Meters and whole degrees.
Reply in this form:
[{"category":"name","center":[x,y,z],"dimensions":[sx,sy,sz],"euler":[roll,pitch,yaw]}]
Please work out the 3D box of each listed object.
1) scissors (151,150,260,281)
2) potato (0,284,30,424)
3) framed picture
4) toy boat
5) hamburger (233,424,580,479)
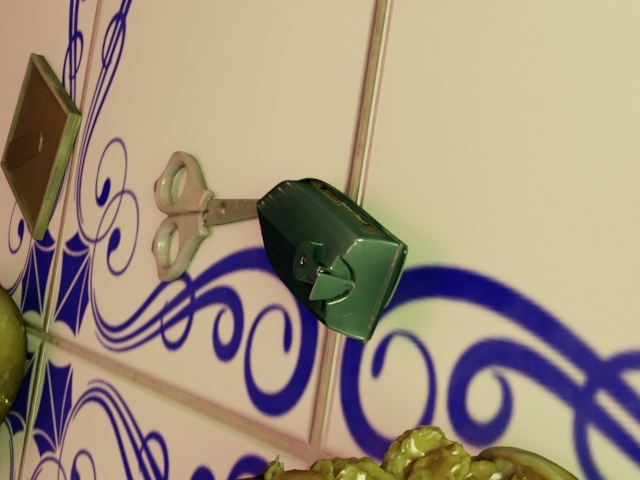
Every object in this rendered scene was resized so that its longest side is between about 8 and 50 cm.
[{"category":"scissors","center":[-0.074,-0.020,0.636],"dimensions":[0.189,0.015,0.100],"euler":[-2,81,54]},{"category":"potato","center":[-0.441,0.133,0.964],"dimensions":[0.359,0.219,0.270],"euler":[-36,62,37]},{"category":"framed picture","center":[-0.317,-0.110,1.019],"dimensions":[0.203,0.015,0.150],"euler":[45,119,51]},{"category":"toy boat","center":[0.000,0.000,0.481],"dimensions":[0.141,0.060,0.055],"euler":[43,117,60]},{"category":"hamburger","center":[0.036,0.150,0.330],"dimensions":[0.185,0.131,0.159],"euler":[-22,73,59]}]
